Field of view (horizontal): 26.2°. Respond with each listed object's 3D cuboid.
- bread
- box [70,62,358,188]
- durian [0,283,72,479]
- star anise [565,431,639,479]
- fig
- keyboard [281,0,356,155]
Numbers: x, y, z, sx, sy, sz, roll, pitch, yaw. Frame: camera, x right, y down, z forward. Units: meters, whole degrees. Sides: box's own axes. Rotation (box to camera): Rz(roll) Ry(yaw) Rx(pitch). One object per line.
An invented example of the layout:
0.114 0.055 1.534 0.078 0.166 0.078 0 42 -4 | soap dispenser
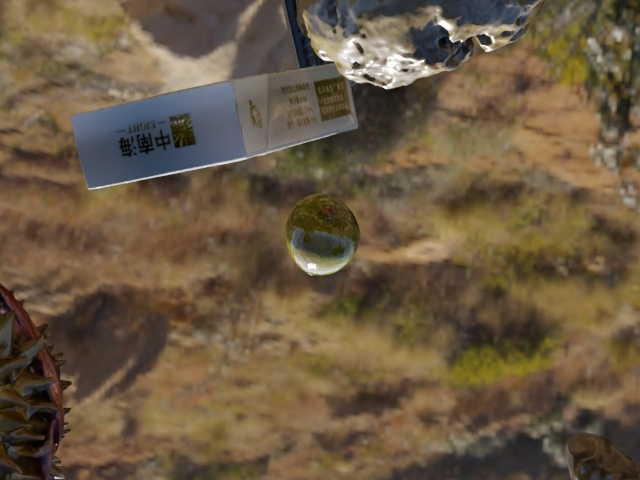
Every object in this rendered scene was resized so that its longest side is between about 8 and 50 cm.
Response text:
0.090 -0.202 1.057 0.230 0.230 0.123 -18 114 44 | bread
-0.082 -0.102 1.179 0.155 0.067 0.243 -11 -174 23 | box
-0.326 0.098 0.866 0.347 0.348 0.384 8 -175 4 | durian
0.292 0.261 1.188 0.315 0.315 0.108 -11 119 36 | star anise
0.000 0.000 1.327 0.074 0.074 0.088 11 137 -2 | fig
0.002 -0.219 1.336 0.041 0.103 0.381 35 147 41 | keyboard
